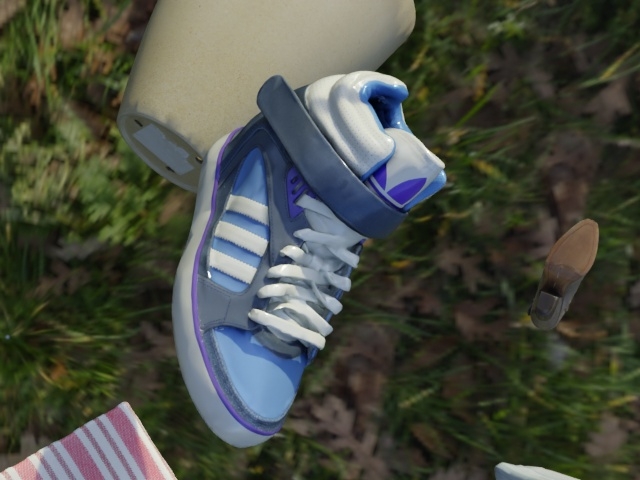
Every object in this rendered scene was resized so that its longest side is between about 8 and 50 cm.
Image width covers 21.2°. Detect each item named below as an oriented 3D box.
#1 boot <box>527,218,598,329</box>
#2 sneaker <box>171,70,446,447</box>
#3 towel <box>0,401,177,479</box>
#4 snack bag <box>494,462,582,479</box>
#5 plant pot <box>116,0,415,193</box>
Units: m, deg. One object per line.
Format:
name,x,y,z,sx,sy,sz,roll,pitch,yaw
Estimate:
boot,0.240,0.034,1.677,0.042,0.087,0.118,32,95,12
sneaker,0.000,0.000,1.473,0.130,0.236,0.323,31,49,-39
towel,-0.235,0.264,1.671,0.197,0.029,0.144,-30,89,-24
snack bag,0.263,0.176,0.788,0.342,0.323,0.037,24,84,-7
plant pot,-0.082,-0.190,1.767,0.256,0.256,0.274,38,69,-6
